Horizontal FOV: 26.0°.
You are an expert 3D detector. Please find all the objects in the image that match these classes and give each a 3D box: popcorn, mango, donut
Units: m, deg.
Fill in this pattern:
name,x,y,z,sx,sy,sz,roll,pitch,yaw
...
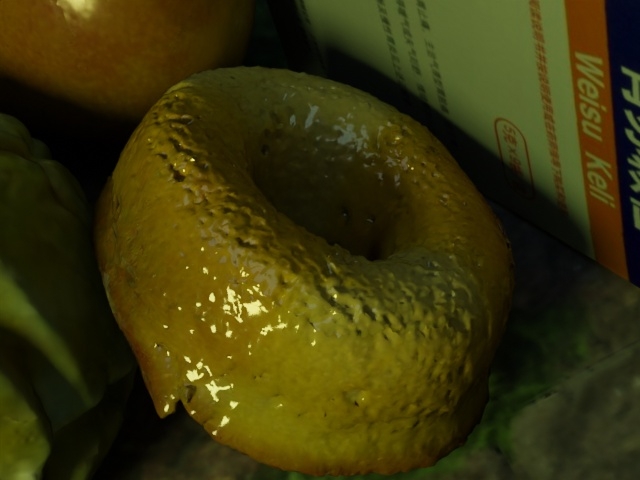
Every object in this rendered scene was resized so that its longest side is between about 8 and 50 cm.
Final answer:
name,x,y,z,sx,sy,sz,roll,pitch,yaw
popcorn,-0.176,0.041,0.568,0.204,0.184,0.221,13,53,-12
mango,-0.125,-0.114,0.652,0.221,0.152,0.120,-3,26,43
donut,-0.001,-0.001,0.560,0.174,0.075,0.190,6,43,-23

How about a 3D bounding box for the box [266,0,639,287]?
name,x,y,z,sx,sy,sz,roll,pitch,yaw
box,0.094,-0.105,0.573,0.106,0.200,0.299,-43,56,-16
